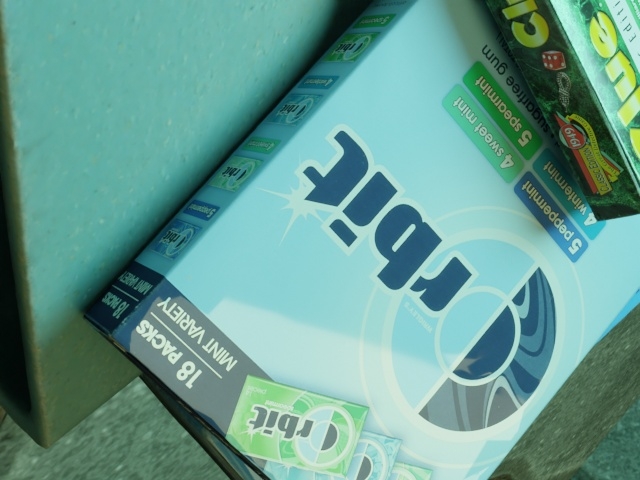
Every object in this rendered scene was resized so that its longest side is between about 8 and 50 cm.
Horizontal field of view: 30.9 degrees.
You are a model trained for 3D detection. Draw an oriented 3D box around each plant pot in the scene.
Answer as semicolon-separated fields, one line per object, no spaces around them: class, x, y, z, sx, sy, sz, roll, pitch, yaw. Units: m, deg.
plant pot;-0.086;-0.121;0.488;0.252;0.247;0.248;-30;147;-31

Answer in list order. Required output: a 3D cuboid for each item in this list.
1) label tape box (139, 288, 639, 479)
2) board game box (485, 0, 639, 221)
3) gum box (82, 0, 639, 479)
label tape box;0.000;0.000;0.647;0.249;0.348;0.115;-41;114;-11
board game box;0.087;-0.151;0.431;0.136;0.030;0.259;-43;111;-40
gum box;0.031;0.013;0.442;0.184;0.041;0.157;-49;115;-12
